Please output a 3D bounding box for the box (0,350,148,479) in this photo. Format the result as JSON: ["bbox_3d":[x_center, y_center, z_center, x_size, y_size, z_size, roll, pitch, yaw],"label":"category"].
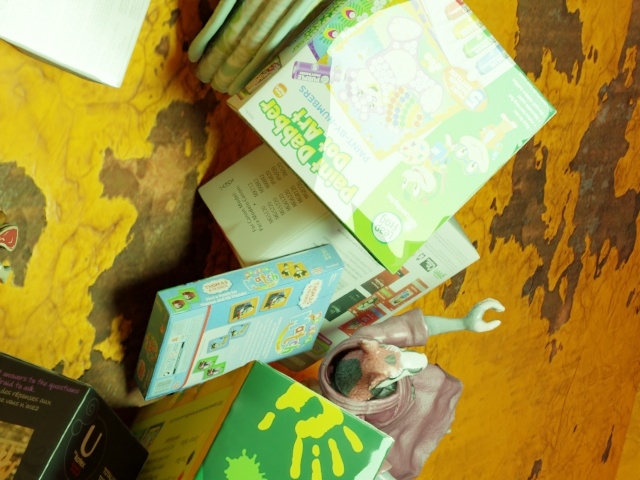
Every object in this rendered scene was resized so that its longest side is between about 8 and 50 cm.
[{"bbox_3d":[-0.303,0.261,1.663,0.270,0.143,0.165,-62,153,-22],"label":"box"}]

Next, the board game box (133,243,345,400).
[{"bbox_3d":[-0.089,0.089,1.928,0.211,0.039,0.160,-14,147,-27],"label":"board game box"}]

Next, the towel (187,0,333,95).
[{"bbox_3d":[0.034,-0.328,1.827,0.320,0.090,0.374,-44,179,-41],"label":"towel"}]

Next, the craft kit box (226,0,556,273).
[{"bbox_3d":[0.075,-0.137,1.825,0.246,0.061,0.250,-44,112,0],"label":"craft kit box"}]

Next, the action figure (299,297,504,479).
[{"bbox_3d":[0.059,0.170,2.099,0.370,0.276,0.248,68,42,-66],"label":"action figure"}]

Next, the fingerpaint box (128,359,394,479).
[{"bbox_3d":[-0.142,0.336,1.727,0.371,0.163,0.445,-63,-168,-19],"label":"fingerpaint box"}]

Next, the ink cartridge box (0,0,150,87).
[{"bbox_3d":[-0.245,-0.262,1.595,0.232,0.066,0.189,21,86,-42],"label":"ink cartridge box"}]

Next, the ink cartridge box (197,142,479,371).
[{"bbox_3d":[0.000,0.000,2.050,0.272,0.130,0.309,-34,152,8],"label":"ink cartridge box"}]

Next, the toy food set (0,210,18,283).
[{"bbox_3d":[-0.310,0.000,1.633,0.122,0.019,0.078,14,93,-63],"label":"toy food set"}]

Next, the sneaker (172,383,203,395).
[{"bbox_3d":[-0.117,0.193,2.051,0.188,0.078,0.067,-35,136,-48],"label":"sneaker"}]
